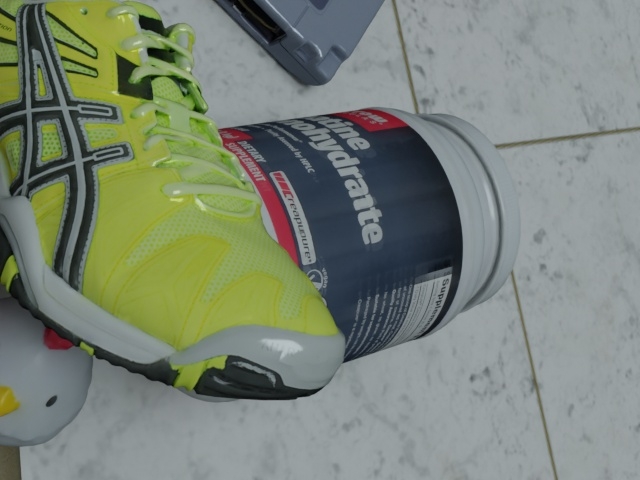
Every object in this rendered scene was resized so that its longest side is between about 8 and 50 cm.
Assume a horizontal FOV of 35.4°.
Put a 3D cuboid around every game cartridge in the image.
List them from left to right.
[{"bbox_3d":[-0.055,-0.300,0.867,0.294,0.060,0.196,43,63,-22],"label":"game cartridge"}]

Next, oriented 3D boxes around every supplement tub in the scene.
[{"bbox_3d":[0.000,0.000,0.763,0.272,0.191,0.191,-13,90,-37],"label":"supplement tub"}]

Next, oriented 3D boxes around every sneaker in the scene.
[{"bbox_3d":[-0.121,-0.057,0.578,0.145,0.385,0.147,7,119,-56],"label":"sneaker"}]

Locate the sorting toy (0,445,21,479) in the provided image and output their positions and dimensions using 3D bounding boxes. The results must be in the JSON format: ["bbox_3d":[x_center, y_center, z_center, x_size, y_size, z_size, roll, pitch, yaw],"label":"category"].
[{"bbox_3d":[-0.286,0.211,0.607,0.229,0.041,0.307,-1,82,-36],"label":"sorting toy"}]

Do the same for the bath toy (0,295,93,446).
[{"bbox_3d":[-0.273,0.000,0.572,0.348,0.129,0.151,40,54,-15],"label":"bath toy"}]
